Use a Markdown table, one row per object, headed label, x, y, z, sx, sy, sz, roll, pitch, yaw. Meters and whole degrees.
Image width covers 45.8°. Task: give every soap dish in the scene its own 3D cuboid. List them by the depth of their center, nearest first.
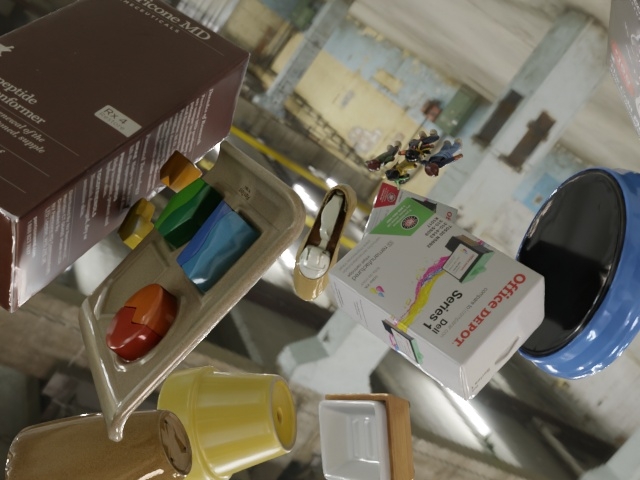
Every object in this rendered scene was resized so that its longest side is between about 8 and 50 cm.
| label | x | y | z | sx | sy | sz | roll | pitch | yaw |
| --- | --- | --- | --- | --- | --- | --- | --- | --- | --- |
| soap dish | 0.115 | 0.498 | 1.900 | 0.118 | 0.229 | 0.290 | 2 | 169 | -31 |

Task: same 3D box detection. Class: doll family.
| label | x | y | z | sx | sy | sz | roll | pitch | yaw |
| --- | --- | --- | --- | --- | --- | --- | --- | --- | --- |
| doll family | 0.168 | -0.146 | 1.374 | 0.111 | 0.193 | 0.076 | -40 | -76 | -47 |

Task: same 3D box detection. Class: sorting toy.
| label | x | y | z | sx | sy | sz | roll | pitch | yaw |
| --- | --- | --- | --- | --- | --- | --- | --- | --- | --- |
| sorting toy | -0.144 | 0.008 | 0.674 | 0.041 | 0.229 | 0.307 | 40 | 180 | -30 |

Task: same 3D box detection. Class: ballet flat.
| label | x | y | z | sx | sy | sz | roll | pitch | yaw |
| --- | --- | --- | --- | --- | --- | --- | --- | --- | --- |
| ballet flat | 0.000 | 0.000 | 1.411 | 0.080 | 0.232 | 0.073 | 19 | 179 | 12 |

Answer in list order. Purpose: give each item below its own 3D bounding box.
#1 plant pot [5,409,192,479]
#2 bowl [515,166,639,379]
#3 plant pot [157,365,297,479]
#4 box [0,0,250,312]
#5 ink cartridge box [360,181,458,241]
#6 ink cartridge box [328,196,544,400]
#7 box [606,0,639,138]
| label | x | y | z | sx | sy | sz | roll | pitch | yaw |
| --- | --- | --- | --- | --- | --- | --- | --- | --- | --- |
| plant pot | -0.362 | 0.392 | 1.317 | 0.237 | 0.254 | 0.237 | -23 | -90 | -82 |
| bowl | 0.457 | 0.050 | 1.353 | 0.077 | 0.391 | 0.391 | 20 | -164 | -11 |
| plant pot | -0.188 | 0.389 | 1.631 | 0.254 | 0.238 | 0.254 | -12 | -90 | -75 |
| box | -0.257 | -0.121 | 0.798 | 0.191 | 0.143 | 0.381 | 31 | -138 | 7 |
| ink cartridge box | 0.190 | -0.031 | 1.613 | 0.175 | 0.128 | 0.072 | 19 | 160 | 1 |
| ink cartridge box | 0.184 | 0.085 | 1.203 | 0.278 | 0.201 | 0.117 | 34 | 157 | 34 |
| box | 0.431 | -0.121 | 0.742 | 0.312 | 0.178 | 0.343 | 23 | -133 | -70 |
